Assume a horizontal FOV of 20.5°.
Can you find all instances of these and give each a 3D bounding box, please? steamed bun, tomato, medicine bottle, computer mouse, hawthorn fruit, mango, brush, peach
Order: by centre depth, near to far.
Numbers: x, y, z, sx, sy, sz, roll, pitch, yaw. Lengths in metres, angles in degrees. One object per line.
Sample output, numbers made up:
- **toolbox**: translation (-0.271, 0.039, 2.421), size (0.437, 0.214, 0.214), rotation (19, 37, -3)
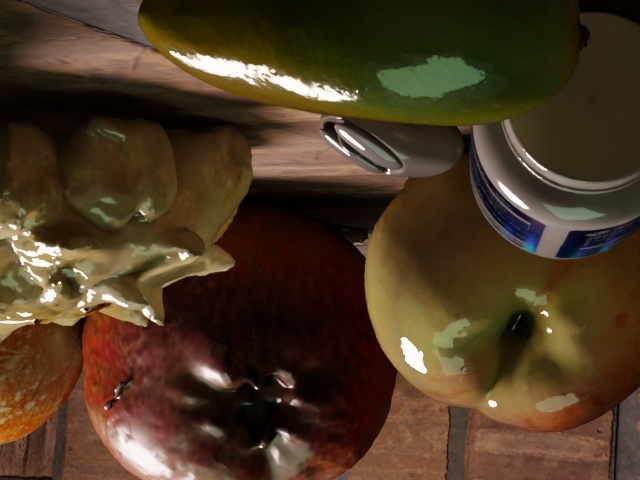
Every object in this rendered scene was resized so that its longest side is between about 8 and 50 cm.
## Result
- **mango**: translation (0.021, -0.093, 0.749), size (0.191, 0.086, 0.122), rotation (11, -171, 39)
- **medicine bottle**: translation (0.128, -0.052, 0.885), size (0.107, 0.107, 0.191), rotation (4, 173, 4)
- **computer mouse**: translation (0.046, -0.062, 1.139), size (0.096, 0.039, 0.066), rotation (8, 172, -25)
- **peach**: translation (0.138, 0.022, 1.247), size (0.232, 0.233, 0.232), rotation (4, 173, 1)
- **steamed bun**: translation (-0.196, 0.004, 1.251), size (0.295, 0.137, 0.292), rotation (-1, 170, -45)
- **tomato**: translation (-0.341, 0.057, 1.630), size (0.270, 0.223, 0.270), rotation (22, -173, -3)
- **hawthorn fruit**: translation (-0.075, 0.096, 1.639), size (0.284, 0.285, 0.369), rotation (5, -175, -3)
- **brush**: translation (0.000, 0.000, 1.802), size (0.043, 0.014, 0.170), rotation (5, 175, -20)
